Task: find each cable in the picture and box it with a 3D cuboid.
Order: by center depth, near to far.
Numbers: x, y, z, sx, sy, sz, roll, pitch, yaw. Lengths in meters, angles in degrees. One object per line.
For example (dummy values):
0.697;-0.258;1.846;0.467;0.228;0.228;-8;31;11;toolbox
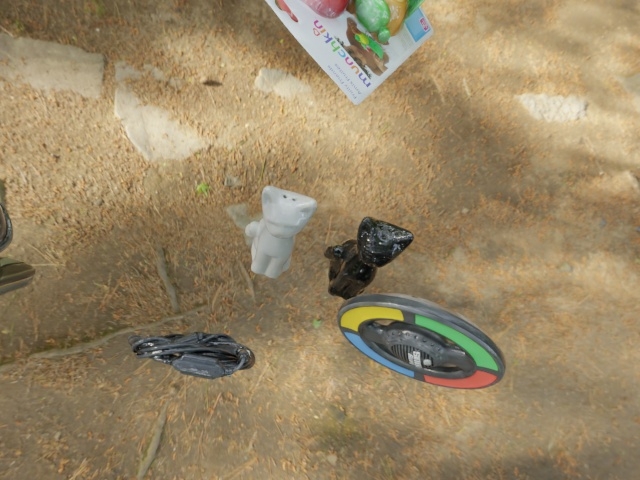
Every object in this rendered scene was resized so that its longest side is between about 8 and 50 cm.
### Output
-0.189;0.157;0.674;0.184;0.150;0.047;8;91;1;cable

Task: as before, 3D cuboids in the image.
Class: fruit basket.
0.032;-0.409;0.702;0.327;0.165;0.353;48;44;-9;fruit basket

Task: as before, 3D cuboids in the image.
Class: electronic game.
0.130;0.142;0.617;0.229;0.229;0.048;30;60;-5;electronic game

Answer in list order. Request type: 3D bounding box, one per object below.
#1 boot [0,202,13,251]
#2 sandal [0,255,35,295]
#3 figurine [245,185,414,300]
-0.477;-0.125;0.563;0.091;0.229;0.263;-30;84;-39;boot
-0.381;0.061;0.427;0.090;0.219;0.060;20;104;14;sandal
0.000;0.000;0.649;0.214;0.209;0.092;17;67;-8;figurine
